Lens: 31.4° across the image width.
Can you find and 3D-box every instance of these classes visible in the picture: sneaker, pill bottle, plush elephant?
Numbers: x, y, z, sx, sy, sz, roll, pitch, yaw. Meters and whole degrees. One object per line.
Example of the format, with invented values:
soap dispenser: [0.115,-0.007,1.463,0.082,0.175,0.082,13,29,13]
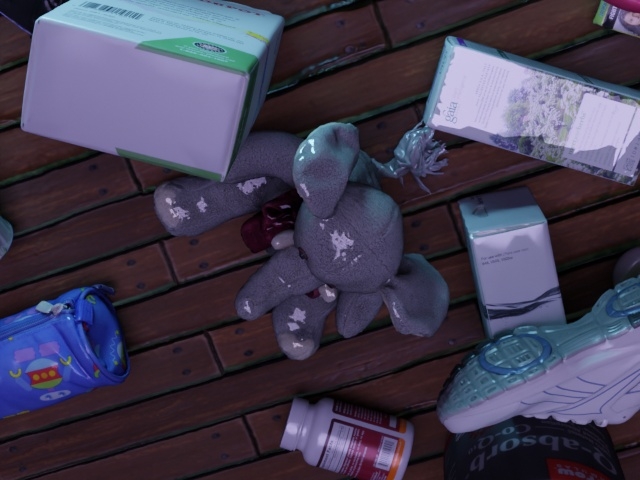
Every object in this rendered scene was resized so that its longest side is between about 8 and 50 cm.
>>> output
sneaker: [0.265,0.144,1.172,0.297,0.111,0.129,-21,112,6]
pill bottle: [0.244,0.322,1.250,0.210,0.363,0.210,1,108,4]
pill bottle: [0.032,0.241,1.387,0.152,0.086,0.086,17,109,-1]
plush elephant: [0.000,0.000,1.219,0.330,0.255,0.271,-32,103,13]

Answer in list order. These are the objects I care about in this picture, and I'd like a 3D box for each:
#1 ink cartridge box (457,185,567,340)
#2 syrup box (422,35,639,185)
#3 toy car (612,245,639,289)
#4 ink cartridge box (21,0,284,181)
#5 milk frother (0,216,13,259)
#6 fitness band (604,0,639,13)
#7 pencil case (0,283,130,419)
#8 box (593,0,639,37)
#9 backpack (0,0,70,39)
ink cartridge box: [0.220,0.059,1.277,0.087,0.153,0.208,-13,108,6]
syrup box: [0.237,-0.143,1.238,0.237,0.096,0.093,16,107,-1]
toy car: [0.435,0.050,1.276,0.136,0.159,0.182,25,112,-41]
ink cartridge box: [-0.159,-0.176,1.164,0.201,0.278,0.117,14,112,0]
milk frother: [-0.413,-0.063,1.321,0.143,0.129,0.134,-41,141,-12]
fitness band: [0.385,-0.343,1.150,0.291,0.054,0.208,-15,94,0]
pencil case: [-0.383,0.151,1.370,0.306,0.119,0.133,-18,130,10]
box: [0.417,-0.236,1.213,0.232,0.058,0.087,17,107,-2]
backpack: [-0.297,-0.289,1.237,0.105,0.084,0.114,38,112,-9]
